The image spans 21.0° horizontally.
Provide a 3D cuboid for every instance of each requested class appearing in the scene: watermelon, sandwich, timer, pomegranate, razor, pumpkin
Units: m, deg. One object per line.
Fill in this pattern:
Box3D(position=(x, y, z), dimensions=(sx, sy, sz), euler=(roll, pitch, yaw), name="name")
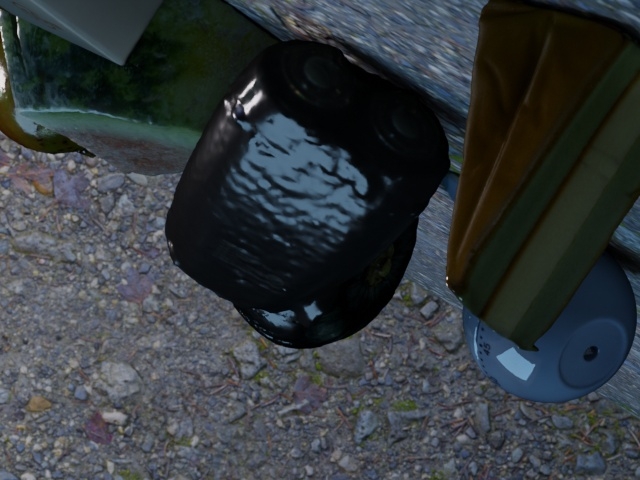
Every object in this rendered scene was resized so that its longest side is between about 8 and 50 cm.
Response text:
Box3D(position=(-0.158, -0.181, 1.577), dimensions=(0.310, 0.193, 0.232), euler=(15, 162, -17), name="watermelon")
Box3D(position=(0.104, -0.038, 0.917), dimensions=(0.079, 0.163, 0.113), euler=(34, 177, -36), name="sandwich")
Box3D(position=(0.205, 0.043, 1.610), dimensions=(0.175, 0.175, 0.255), euler=(33, -156, -21), name="timer")
Box3D(position=(-0.300, -0.203, 1.951), dimensions=(0.198, 0.198, 0.246), euler=(30, 158, 19), name="pomegranate")
Box3D(position=(-0.024, -0.038, 1.480), dimensions=(0.189, 0.107, 0.327), euler=(28, 149, -6), name="razor")
Box3D(position=(0.000, 0.000, 1.746), dimensions=(0.163, 0.233, 0.233), euler=(22, 174, 20), name="pumpkin")

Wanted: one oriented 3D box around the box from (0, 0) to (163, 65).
Box3D(position=(-0.238, -0.259, 0.936), dimensions=(0.225, 0.143, 0.341), euler=(27, 174, 45), name="box")
